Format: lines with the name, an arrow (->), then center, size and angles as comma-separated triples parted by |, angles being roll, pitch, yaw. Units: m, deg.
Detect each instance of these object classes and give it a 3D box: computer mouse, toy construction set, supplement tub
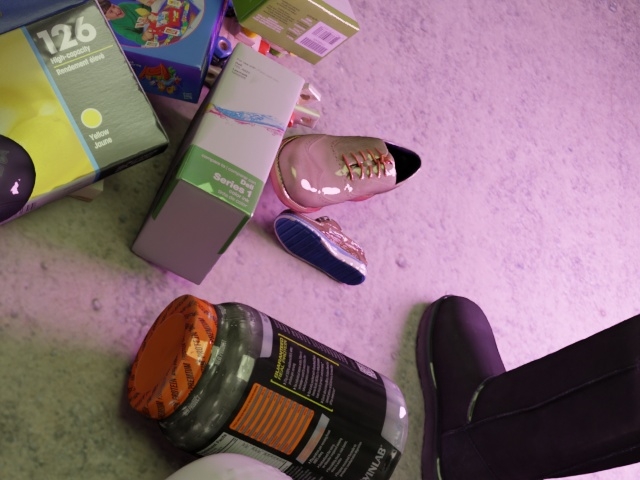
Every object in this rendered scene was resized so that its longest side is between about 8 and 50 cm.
computer mouse -> -0.464, -0.047, 1.411 | 0.272, 0.072, 0.188 | -31, 84, -23
toy construction set -> -0.092, -0.302, 1.887 | 0.215, 0.151, 0.327 | 27, 41, -27
supplement tub -> -0.069, 0.214, 1.566 | 0.338, 0.207, 0.207 | 30, 51, -24

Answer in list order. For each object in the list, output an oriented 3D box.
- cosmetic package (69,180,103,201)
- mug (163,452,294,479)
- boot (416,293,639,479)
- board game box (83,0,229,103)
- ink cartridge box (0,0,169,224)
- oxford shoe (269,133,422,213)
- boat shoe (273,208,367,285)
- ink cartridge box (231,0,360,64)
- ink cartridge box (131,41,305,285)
cosmetic package -> -0.355, -0.100, 1.617 | 0.115, 0.041, 0.060 | 20, 55, -31
mug -> -0.095, 0.411, 1.336 | 0.328, 0.276, 0.374 | 48, 14, 32
boot -> 0.343, 0.181, 1.758 | 0.146, 0.445, 0.367 | 20, 56, -31
board game box -> -0.254, -0.379, 1.762 | 0.233, 0.078, 0.347 | 14, 55, -2
ink cartridge box -> -0.399, -0.197, 1.547 | 0.304, 0.072, 0.307 | -27, 88, -22
oxford shoe -> 0.041, -0.120, 1.833 | 0.348, 0.130, 0.123 | -16, 91, -60
boat shoe -> 0.000, 0.000, 1.849 | 0.183, 0.066, 0.066 | 39, 42, -30
ink cartridge box -> -0.064, -0.414, 1.777 | 0.189, 0.097, 0.255 | 20, 43, -51
ink cartridge box -> -0.142, -0.110, 1.676 | 0.117, 0.201, 0.278 | 28, 51, -11
